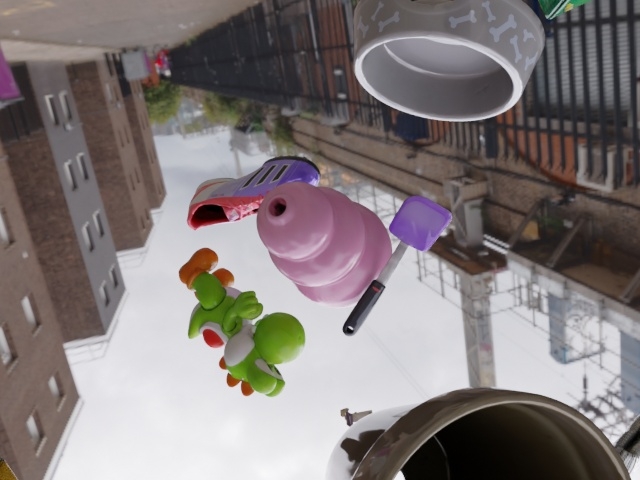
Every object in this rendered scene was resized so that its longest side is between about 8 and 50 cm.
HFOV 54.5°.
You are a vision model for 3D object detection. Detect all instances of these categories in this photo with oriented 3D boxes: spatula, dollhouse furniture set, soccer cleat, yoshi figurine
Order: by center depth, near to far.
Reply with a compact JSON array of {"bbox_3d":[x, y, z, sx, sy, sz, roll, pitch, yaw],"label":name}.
[{"bbox_3d":[0.117,0.053,1.084,0.084,0.296,0.030,32,-162,2],"label":"spatula"},{"bbox_3d":[-0.147,-0.093,1.330,0.318,0.109,0.116,-11,-142,26],"label":"soccer cleat"},{"bbox_3d":[-0.153,0.166,1.355,0.203,0.203,0.362,-8,-136,-39],"label":"yoshi figurine"},{"bbox_3d":[0.106,0.495,1.612,0.081,0.114,0.091,-3,174,-16],"label":"dollhouse furniture set"}]

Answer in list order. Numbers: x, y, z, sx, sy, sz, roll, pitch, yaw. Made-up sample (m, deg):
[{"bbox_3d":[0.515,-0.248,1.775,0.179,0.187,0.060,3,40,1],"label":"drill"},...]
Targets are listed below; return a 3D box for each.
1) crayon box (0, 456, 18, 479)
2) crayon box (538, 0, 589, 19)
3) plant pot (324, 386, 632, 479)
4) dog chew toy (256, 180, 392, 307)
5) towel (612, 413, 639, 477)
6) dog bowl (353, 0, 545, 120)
[{"bbox_3d":[-0.514,0.445,0.905,0.202,0.319,0.081,-17,-155,5],"label":"crayon box"},{"bbox_3d":[0.275,-0.404,0.667,0.165,0.278,0.081,-23,176,-1],"label":"crayon box"},{"bbox_3d":[0.135,0.316,0.706,0.323,0.323,0.280,-16,180,-19],"label":"plant pot"},{"bbox_3d":[0.000,0.000,1.101,0.206,0.207,0.332,-1,162,24],"label":"dog chew toy"},{"bbox_3d":[0.485,0.449,1.071,0.056,0.312,0.324,32,-163,32],"label":"towel"},{"bbox_3d":[0.218,-0.329,1.129,0.348,0.102,0.349,14,167,3],"label":"dog bowl"}]
